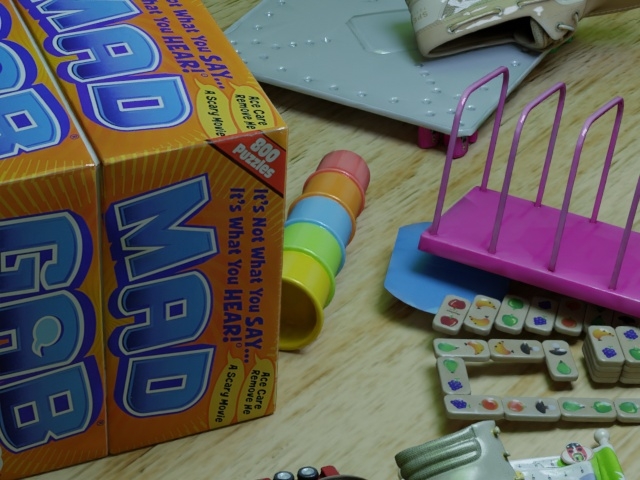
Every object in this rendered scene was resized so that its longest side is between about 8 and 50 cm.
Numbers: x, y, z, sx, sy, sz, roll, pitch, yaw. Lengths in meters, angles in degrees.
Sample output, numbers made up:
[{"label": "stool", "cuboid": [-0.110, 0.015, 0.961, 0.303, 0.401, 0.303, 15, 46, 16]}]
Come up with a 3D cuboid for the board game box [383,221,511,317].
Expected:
[{"label": "board game box", "cuboid": [0.141, 0.043, 2.035, 0.133, 0.033, 0.168, 12, 37, 4]}]

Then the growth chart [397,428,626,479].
[{"label": "growth chart", "cuboid": [0.186, 0.252, 1.733, 0.237, 0.021, 0.172, -8, 36, -11]}]

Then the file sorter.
[{"label": "file sorter", "cuboid": [0.288, -0.059, 2.002, 0.291, 0.182, 0.202, 17, 22, 17]}]

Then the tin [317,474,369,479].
[{"label": "tin", "cuboid": [-0.010, 0.286, 1.592, 0.190, 0.040, 0.106, -44, 58, -11]}]

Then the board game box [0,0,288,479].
[{"label": "board game box", "cuboid": [-0.265, -0.031, 1.819, 0.356, 0.356, 0.356, -13, 41, -19]}]

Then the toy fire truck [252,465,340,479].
[{"label": "toy fire truck", "cuboid": [-0.010, 0.258, 1.673, 0.192, 0.047, 0.135, -9, 24, -16]}]

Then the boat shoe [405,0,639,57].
[{"label": "boat shoe", "cuboid": [0.281, -0.295, 2.398, 0.341, 0.121, 0.110, -8, 72, -8]}]

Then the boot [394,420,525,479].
[{"label": "boot", "cuboid": [0.181, 0.237, 1.637, 0.213, 0.077, 0.165, -8, 64, -23]}]

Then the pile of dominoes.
[{"label": "pile of dominoes", "cuboid": [0.240, 0.107, 1.906, 0.251, 0.040, 0.196, 2, 37, -9]}]

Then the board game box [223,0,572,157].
[{"label": "board game box", "cuboid": [0.098, -0.259, 2.464, 0.390, 0.050, 0.390, 18, 37, 23]}]

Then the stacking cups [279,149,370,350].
[{"label": "stacking cups", "cuboid": [0.000, 0.000, 2.051, 0.096, 0.096, 0.316, 10, 32, 13]}]
